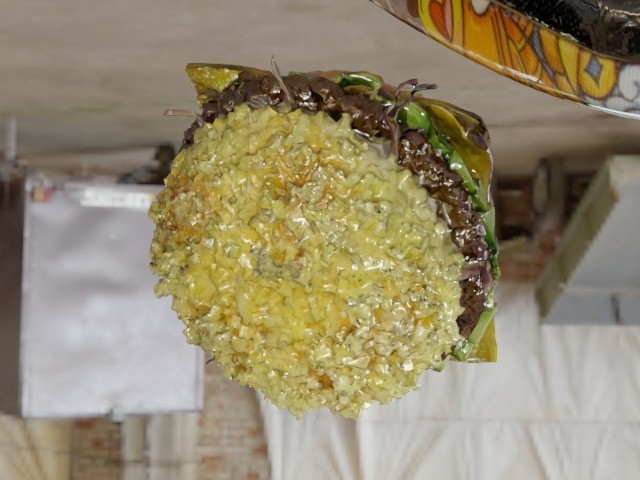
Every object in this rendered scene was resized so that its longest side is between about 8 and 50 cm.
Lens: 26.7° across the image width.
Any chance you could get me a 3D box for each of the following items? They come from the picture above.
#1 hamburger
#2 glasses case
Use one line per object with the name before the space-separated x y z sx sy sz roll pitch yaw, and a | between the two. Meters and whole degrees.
hamburger | 0.000 0.000 0.841 0.243 0.262 0.139 9 -145 26
glasses case | 0.085 -0.125 0.541 0.122 0.082 0.321 -18 -147 -20
